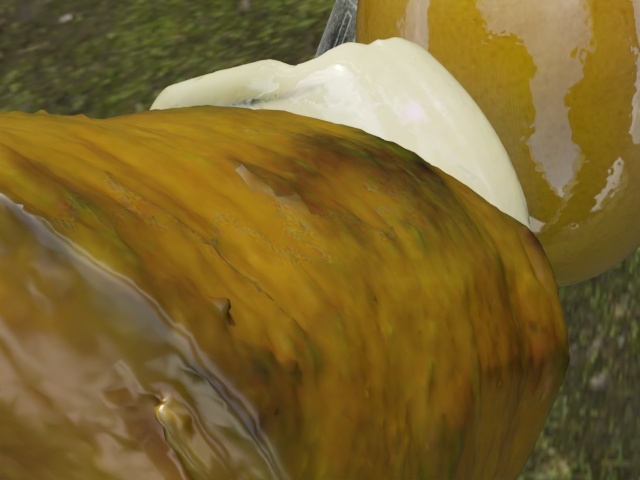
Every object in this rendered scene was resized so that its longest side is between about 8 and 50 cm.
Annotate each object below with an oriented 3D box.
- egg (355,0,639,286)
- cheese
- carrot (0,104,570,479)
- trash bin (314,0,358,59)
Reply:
[{"bbox_3d":[0.152,-0.122,1.217,0.250,0.250,0.322,-4,111,11],"label":"egg"},{"bbox_3d":[0.000,0.000,1.036,0.266,0.127,0.233,-6,103,42],"label":"cheese"},{"bbox_3d":[-0.061,0.067,0.647,0.241,0.341,0.241,4,98,28],"label":"carrot"},{"bbox_3d":[0.118,-0.166,1.709,0.239,0.184,0.161,12,113,-23],"label":"trash bin"}]
